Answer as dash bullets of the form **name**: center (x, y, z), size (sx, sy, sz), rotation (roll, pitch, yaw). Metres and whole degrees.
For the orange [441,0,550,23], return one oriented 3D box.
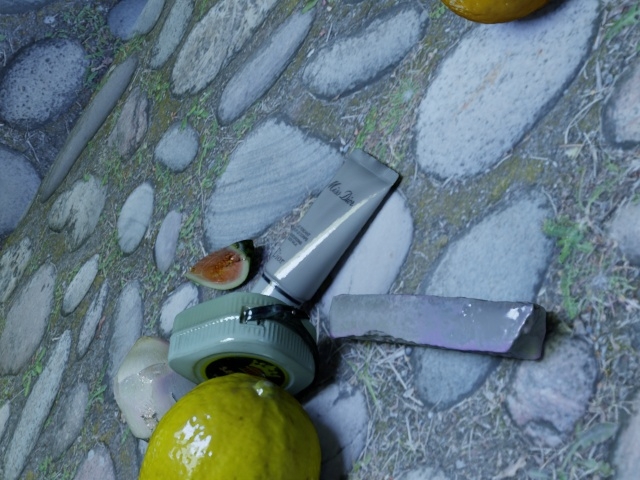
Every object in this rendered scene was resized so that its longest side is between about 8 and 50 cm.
- **orange**: center (0.248, -0.406, 1.269), size (0.219, 0.193, 0.219), rotation (-53, 18, 25)

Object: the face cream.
- **face cream**: center (0.000, 0.000, 1.471), size (0.314, 0.089, 0.143), rotation (-52, 34, 2)

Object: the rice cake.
- **rice cake**: center (0.140, 0.109, 1.205), size (0.399, 0.064, 0.070), rotation (-2, 78, 55)

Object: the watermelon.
- **watermelon**: center (-0.164, 0.051, 1.673), size (0.163, 0.087, 0.069), rotation (-30, 78, 45)

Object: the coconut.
- **coconut**: center (-0.275, 0.252, 1.584), size (0.171, 0.171, 0.183), rotation (-10, 105, 52)

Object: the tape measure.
- **tape measure**: center (-0.089, 0.165, 1.383), size (0.207, 0.235, 0.115), rotation (-23, 47, 29)

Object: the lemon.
- **lemon**: center (-0.129, 0.332, 1.284), size (0.245, 0.245, 0.320), rotation (46, 117, 55)
